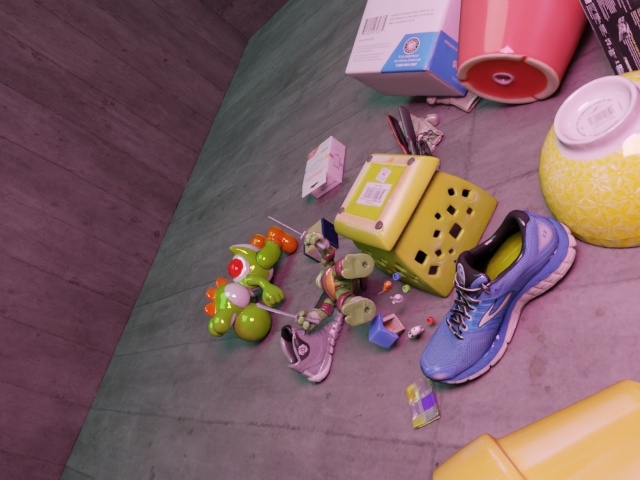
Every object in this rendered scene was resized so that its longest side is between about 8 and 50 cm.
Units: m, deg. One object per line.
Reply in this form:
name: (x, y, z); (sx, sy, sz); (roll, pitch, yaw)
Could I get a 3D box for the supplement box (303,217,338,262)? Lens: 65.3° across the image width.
supplement box: (0.000, 0.000, 1.372); (0.083, 0.056, 0.083); (-39, 35, 30)

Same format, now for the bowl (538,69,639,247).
bowl: (0.444, -0.151, 0.747); (0.289, 0.156, 0.290); (-36, 37, 33)

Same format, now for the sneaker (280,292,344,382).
sneaker: (-0.024, 0.198, 1.150); (0.086, 0.132, 0.229); (-24, 44, 45)

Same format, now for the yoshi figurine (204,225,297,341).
yoshi figurine: (-0.183, 0.147, 1.453); (0.202, 0.204, 0.362); (14, 52, 18)

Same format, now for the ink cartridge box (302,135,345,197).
ink cartridge box: (0.010, -0.212, 1.542); (0.115, 0.067, 0.198); (-31, 38, 40)

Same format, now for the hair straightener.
hair straightener: (0.228, -0.232, 1.196); (0.089, 0.047, 0.231); (-35, 56, 38)

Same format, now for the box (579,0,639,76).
box: (0.521, -0.365, 0.789); (0.147, 0.180, 0.077); (-20, 20, 49)

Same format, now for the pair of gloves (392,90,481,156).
pair of gloves: (0.285, -0.328, 1.262); (0.240, 0.042, 0.204); (-48, 31, 19)

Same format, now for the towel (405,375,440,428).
towel: (0.180, 0.285, 0.887); (0.060, 0.009, 0.083); (-39, 35, 29)

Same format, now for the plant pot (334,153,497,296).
plant pot: (0.173, -0.049, 1.008); (0.227, 0.207, 0.228); (-60, 31, -5)

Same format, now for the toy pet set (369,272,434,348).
toy pet set: (0.138, 0.148, 0.974); (0.122, 0.065, 0.114); (53, 133, 23)

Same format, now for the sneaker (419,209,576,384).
sneaker: (0.254, 0.087, 0.814); (0.330, 0.147, 0.130); (-59, 29, 12)

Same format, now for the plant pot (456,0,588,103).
plant pot: (0.394, -0.426, 0.990); (0.275, 0.274, 0.243); (6, 79, 58)

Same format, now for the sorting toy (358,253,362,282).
sorting toy: (0.093, 0.066, 1.215); (0.062, 0.012, 0.083); (-18, 49, 49)

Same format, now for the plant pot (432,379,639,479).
plant pot: (0.287, 0.282, 0.517); (0.239, 0.254, 0.254); (-40, 31, 2)

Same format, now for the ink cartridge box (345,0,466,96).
ink cartridge box: (0.260, -0.571, 1.219); (0.285, 0.166, 0.395); (22, 95, 50)

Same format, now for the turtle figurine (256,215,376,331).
turtle figurine: (-0.010, 0.092, 1.058); (0.198, 0.274, 0.266); (-61, 19, -12)
